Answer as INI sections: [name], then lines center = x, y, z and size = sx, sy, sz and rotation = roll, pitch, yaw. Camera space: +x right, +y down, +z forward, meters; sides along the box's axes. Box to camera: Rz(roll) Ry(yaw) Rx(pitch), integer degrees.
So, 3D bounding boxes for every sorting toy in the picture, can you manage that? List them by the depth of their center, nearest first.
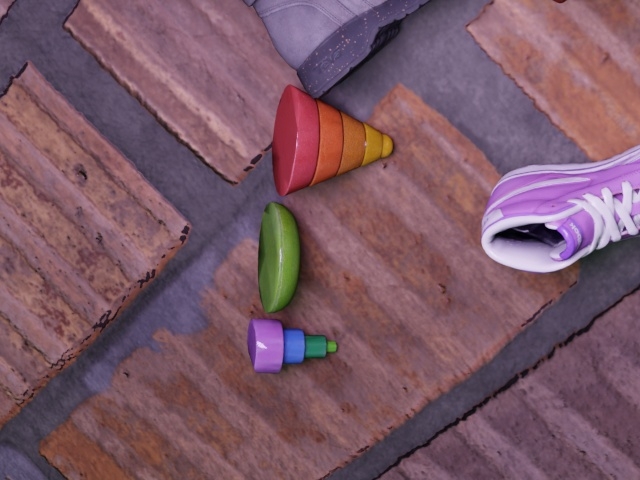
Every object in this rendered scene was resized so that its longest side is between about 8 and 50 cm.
[sorting toy]
center = 0.000, 0.000, 1.276
size = 0.126, 0.127, 0.365
rotation = 1, 121, -14

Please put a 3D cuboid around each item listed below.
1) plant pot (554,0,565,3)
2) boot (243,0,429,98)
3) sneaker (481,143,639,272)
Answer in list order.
[plant pot]
center = 0.205, -0.343, 0.889
size = 0.267, 0.267, 0.235
rotation = 39, 98, -1
[boot]
center = 0.037, -0.316, 1.095
size = 0.338, 0.118, 0.222
rotation = -37, 93, 25
[sneaker]
center = 0.297, -0.025, 1.107
size = 0.282, 0.161, 0.102
rotation = -13, 107, 23
